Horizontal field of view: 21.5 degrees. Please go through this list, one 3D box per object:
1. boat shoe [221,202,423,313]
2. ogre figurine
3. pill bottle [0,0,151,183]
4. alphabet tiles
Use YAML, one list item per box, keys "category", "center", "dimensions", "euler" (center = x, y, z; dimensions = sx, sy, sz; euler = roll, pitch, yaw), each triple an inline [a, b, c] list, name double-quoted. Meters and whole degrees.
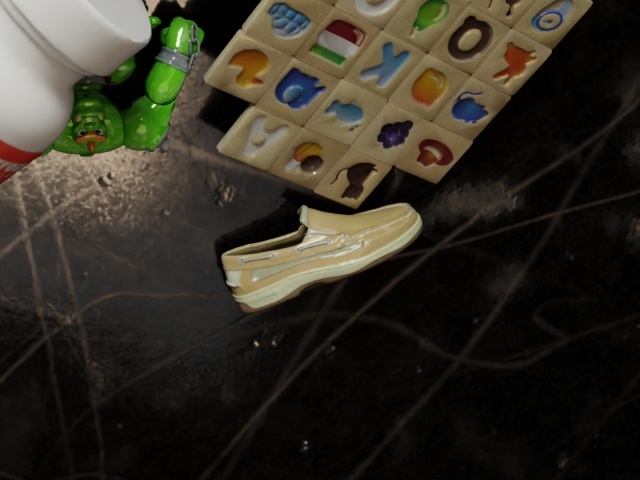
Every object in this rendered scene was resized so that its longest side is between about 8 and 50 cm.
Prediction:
- category: "boat shoe"
  center: [0.000, 0.000, 1.558]
  dimensions: [0.190, 0.068, 0.072]
  euler: [-24, 106, -5]
- category: "ogre figurine"
  center: [-0.198, -0.130, 1.439]
  dimensions: [0.197, 0.097, 0.118]
  euler: [-6, 95, -30]
- category: "pill bottle"
  center: [-0.324, -0.116, 1.303]
  dimensions: [0.363, 0.210, 0.210]
  euler: [-35, 116, 13]
- category: "alphabet tiles"
  center: [0.072, -0.174, 1.466]
  dimensions: [0.285, 0.011, 0.342]
  euler: [20, 120, -38]
